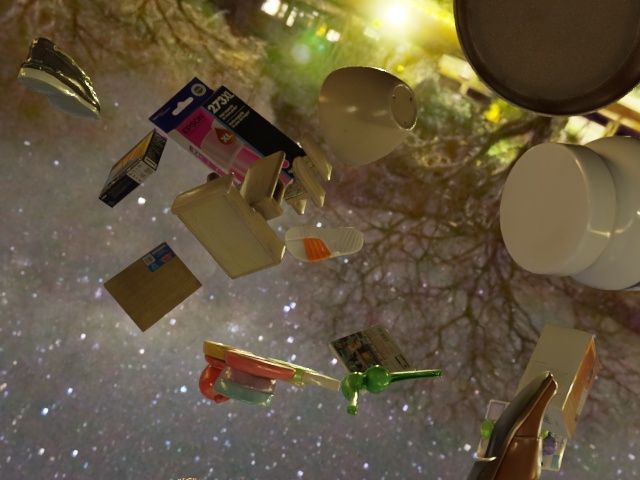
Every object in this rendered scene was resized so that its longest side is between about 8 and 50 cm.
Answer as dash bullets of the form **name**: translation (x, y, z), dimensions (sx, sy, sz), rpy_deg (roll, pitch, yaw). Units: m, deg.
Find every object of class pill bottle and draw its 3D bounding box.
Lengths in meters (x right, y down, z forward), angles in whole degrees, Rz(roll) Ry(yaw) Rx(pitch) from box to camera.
- **pill bottle**: translation (0.450, -0.034, 0.935), dimensions (0.363, 0.210, 0.210), rpy_deg (3, -156, -22)

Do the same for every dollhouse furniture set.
- **dollhouse furniture set**: translation (-0.125, -0.084, 1.129), dimensions (0.161, 0.212, 0.242), rpy_deg (54, -150, -31)

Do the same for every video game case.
- **video game case**: translation (0.148, 0.343, 1.975), dimensions (0.183, 0.023, 0.201), rpy_deg (-17, -136, -20)

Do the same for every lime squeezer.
- **lime squeezer**: translation (0.110, 0.271, 1.293), dimensions (0.110, 0.058, 0.310), rpy_deg (-18, 172, 38)

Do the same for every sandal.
- **sandal**: translation (0.001, 0.011, 1.931), dimensions (0.265, 0.102, 0.076), rpy_deg (0, 175, -35)

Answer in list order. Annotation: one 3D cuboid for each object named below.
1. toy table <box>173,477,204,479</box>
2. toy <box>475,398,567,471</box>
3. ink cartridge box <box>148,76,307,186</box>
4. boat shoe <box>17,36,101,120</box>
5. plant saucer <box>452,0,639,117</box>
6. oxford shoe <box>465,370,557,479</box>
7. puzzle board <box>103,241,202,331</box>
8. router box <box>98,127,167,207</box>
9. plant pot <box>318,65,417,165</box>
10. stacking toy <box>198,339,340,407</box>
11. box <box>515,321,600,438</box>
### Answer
- **toy table**: translation (-0.249, 0.569, 1.266), dimensions (0.161, 0.274, 0.252), rpy_deg (46, -145, -37)
- **toy**: translation (0.472, 0.447, 1.520), dimensions (0.237, 0.136, 0.056), rpy_deg (15, 178, -18)
- **ink cartridge box**: translation (-0.213, -0.243, 1.612), dimensions (0.371, 0.175, 0.069), rpy_deg (38, 155, 6)
- **boat shoe**: translation (-0.406, -0.252, 1.092), dimensions (0.081, 0.068, 0.228), rpy_deg (10, 174, 2)
- **plant saucer**: translation (0.337, -0.329, 0.957), dimensions (0.311, 0.310, 0.050), rpy_deg (24, -176, -5)
- **oxford shoe**: translation (0.270, 0.276, 0.909), dimensions (0.076, 0.212, 0.076), rpy_deg (31, 170, 5)
- **puzzle board**: translation (-0.264, 0.072, 1.071), dimensions (0.096, 0.011, 0.128), rpy_deg (50, -127, 0)
- **router box**: translation (-0.452, -0.175, 1.633), dimensions (0.046, 0.179, 0.133), rpy_deg (39, -146, -29)
- **plant pot**: translation (0.157, -0.360, 1.886), dimensions (0.191, 0.284, 0.284), rpy_deg (-4, 172, 43)
- **stacking toy**: translation (-0.129, 0.331, 1.517), dimensions (0.280, 0.130, 0.309), rpy_deg (19, 171, -19)
- **box**: translation (0.461, 0.269, 1.307), dimensions (0.091, 0.170, 0.130), rpy_deg (13, 150, 38)
